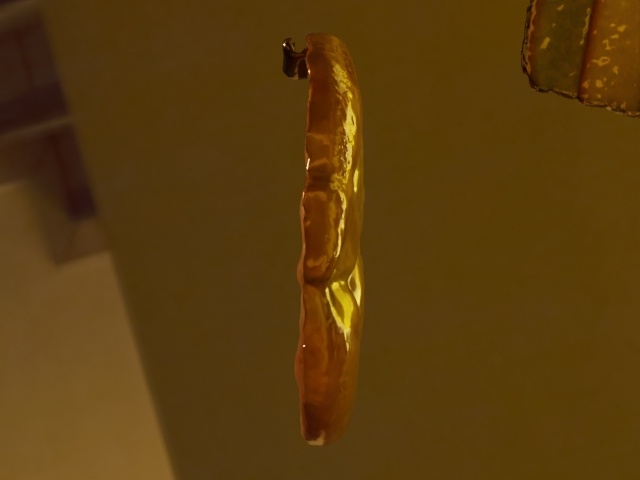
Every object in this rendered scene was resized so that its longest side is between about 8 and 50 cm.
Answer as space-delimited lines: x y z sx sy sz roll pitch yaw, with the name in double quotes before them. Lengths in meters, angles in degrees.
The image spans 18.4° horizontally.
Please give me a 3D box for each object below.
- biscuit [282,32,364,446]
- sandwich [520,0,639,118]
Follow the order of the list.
"biscuit" 0.005 -0.001 0.987 0.041 0.203 0.260 -4 177 2
"sandwich" 0.272 -0.205 1.466 0.155 0.227 0.198 20 -166 29
